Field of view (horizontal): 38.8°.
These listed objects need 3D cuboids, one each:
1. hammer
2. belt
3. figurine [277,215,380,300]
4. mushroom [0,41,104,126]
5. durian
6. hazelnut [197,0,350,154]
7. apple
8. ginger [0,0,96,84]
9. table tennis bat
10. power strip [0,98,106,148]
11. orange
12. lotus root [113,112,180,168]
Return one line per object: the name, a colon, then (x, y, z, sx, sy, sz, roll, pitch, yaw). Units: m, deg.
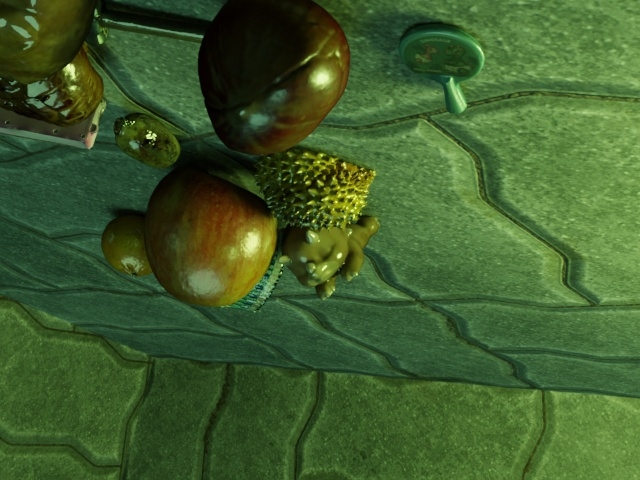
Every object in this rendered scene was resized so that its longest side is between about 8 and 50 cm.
hammer: (-0.193, -0.316, 1.371, 0.365, 0.044, 0.111, 9, 160, 1)
belt: (-0.179, 0.057, 2.189, 0.150, 0.207, 0.257, 19, 144, -18)
figurine: (0.001, 0.000, 1.944, 0.173, 0.247, 0.177, 46, 135, -13)
mushroom: (-0.471, -0.282, 1.477, 0.253, 0.153, 0.253, 21, 163, 7)
durian: (-0.032, -0.093, 1.784, 0.249, 0.138, 0.183, 7, 170, 33)
hazelnut: (-0.071, -0.223, 1.259, 0.229, 0.230, 0.229, 11, 162, 4)
apple: (-0.236, 0.003, 1.896, 0.301, 0.302, 0.301, 11, 162, 4)
ginger: (-0.392, -0.323, 1.208, 0.269, 0.201, 0.223, 4, 158, 24)
table tennis bat: (0.184, -0.251, 1.329, 0.124, 0.033, 0.201, 6, 156, 22)
power strip: (-0.537, -0.243, 1.683, 0.278, 0.109, 0.037, 11, 159, 4)
orange: (-0.479, 0.015, 2.350, 0.177, 0.155, 0.178, 23, 160, 9)
lotus root: (-0.328, -0.189, 1.741, 0.080, 0.089, 0.179, 52, -170, 33)
